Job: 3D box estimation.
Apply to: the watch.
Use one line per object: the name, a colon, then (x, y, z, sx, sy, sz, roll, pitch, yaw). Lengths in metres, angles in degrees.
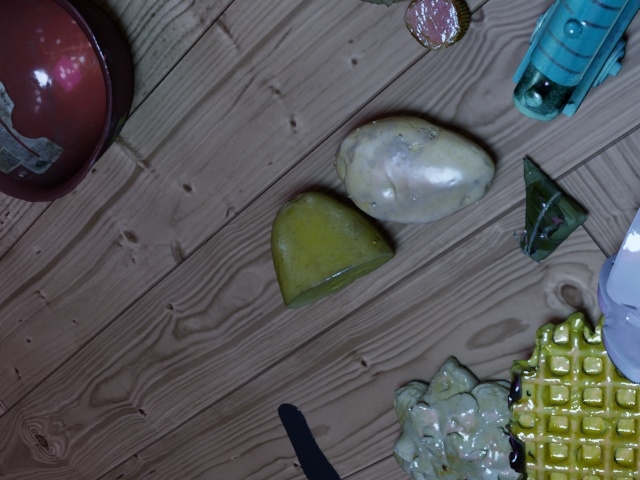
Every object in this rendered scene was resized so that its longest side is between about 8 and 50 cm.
watch: (0.441, 0.037, 1.280, 0.196, 0.244, 0.231, 28, 136, 20)

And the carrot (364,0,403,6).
carrot: (0.141, -0.421, 1.239, 0.340, 0.224, 0.224, -24, 101, 34)

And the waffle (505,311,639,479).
waffle: (0.390, 0.257, 1.517, 0.307, 0.060, 0.312, -34, 92, 20)

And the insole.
insole: (-0.017, 0.401, 1.971, 0.080, 0.003, 0.232, -18, 105, 40)

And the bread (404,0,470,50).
bread: (0.157, -0.296, 1.408, 0.085, 0.053, 0.085, 8, 113, 20)

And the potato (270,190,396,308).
potato: (0.000, 0.000, 1.631, 0.158, 0.178, 0.203, 66, 157, 6)

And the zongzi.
zongzi: (0.294, -0.039, 1.468, 0.119, 0.055, 0.109, 50, 135, 15)

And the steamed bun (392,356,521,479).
steamed bun: (0.225, 0.339, 1.682, 0.292, 0.137, 0.296, -1, 117, 36)

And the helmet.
helmet: (-0.426, -0.269, 1.710, 0.337, 0.230, 0.385, 44, 123, 3)

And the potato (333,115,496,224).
potato: (0.126, -0.092, 1.500, 0.234, 0.128, 0.161, 22, 131, 17)

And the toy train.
toy train: (0.316, -0.271, 1.219, 0.120, 0.194, 0.298, 34, 131, 12)
